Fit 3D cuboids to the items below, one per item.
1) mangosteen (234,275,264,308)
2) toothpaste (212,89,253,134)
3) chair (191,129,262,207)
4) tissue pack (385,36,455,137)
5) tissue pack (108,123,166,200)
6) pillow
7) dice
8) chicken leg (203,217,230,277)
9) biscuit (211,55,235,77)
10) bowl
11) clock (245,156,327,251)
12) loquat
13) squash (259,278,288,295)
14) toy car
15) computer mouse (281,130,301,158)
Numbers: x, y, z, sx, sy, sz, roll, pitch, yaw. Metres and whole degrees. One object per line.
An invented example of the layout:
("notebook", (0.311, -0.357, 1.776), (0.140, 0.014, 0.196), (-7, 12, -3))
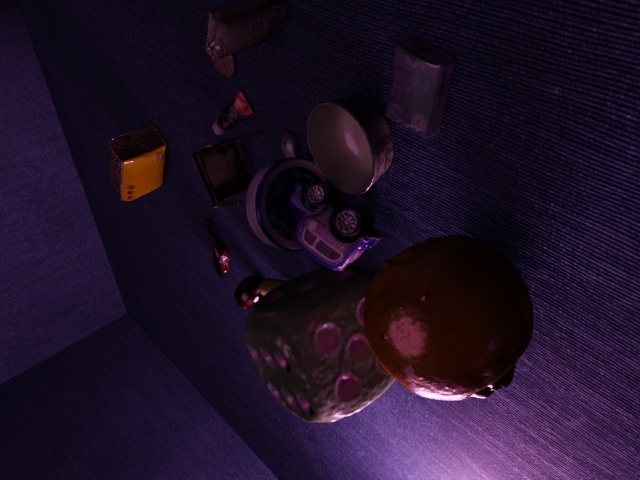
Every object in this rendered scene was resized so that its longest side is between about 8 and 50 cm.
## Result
("mangosteen", (-0.230, 0.191, 2.105), (0.140, 0.140, 0.140), (37, 143, 34))
("toothpaste", (-0.253, -0.360, 1.711), (0.193, 0.045, 0.071), (-22, 98, 54))
("chair", (-0.271, -0.202, 1.750), (0.272, 0.166, 0.188), (3, 119, 55))
("tissue pack", (0.183, -0.283, 1.115), (0.112, 0.051, 0.156), (37, 143, 29))
("tissue pack", (-0.696, -0.291, 2.283), (0.134, 0.192, 0.271), (52, 150, 14))
("pillow", (-0.174, -0.477, 1.343), (0.078, 0.181, 0.134), (57, 150, 9))
("dice", (0.003, 0.269, 1.602), (0.322, 0.330, 0.318), (-1, 114, 58))
("chicken leg", (-0.389, 0.035, 2.264), (0.106, 0.051, 0.253), (30, 137, 48))
("biscuit", (-0.268, -0.499, 1.629), (0.120, 0.015, 0.120), (37, 143, 34))
("bowl", (0.077, -0.212, 1.274), (0.211, 0.112, 0.211), (38, 144, 34))
("clock", (-0.069, -0.089, 1.486), (0.083, 0.230, 0.230), (6, 121, 60))
("loquat", (0.243, 0.147, 1.147), (0.328, 0.328, 0.328), (37, 143, 34))
("squash", (-0.098, 0.172, 1.909), (0.250, 0.083, 0.083), (17, 130, 49))
("toy car", (0.017, -0.040, 1.386), (0.235, 0.172, 0.158), (41, 104, 8))
("computer mouse", (-0.078, -0.231, 1.569), (0.056, 0.032, 0.110), (22, 134, 47))
